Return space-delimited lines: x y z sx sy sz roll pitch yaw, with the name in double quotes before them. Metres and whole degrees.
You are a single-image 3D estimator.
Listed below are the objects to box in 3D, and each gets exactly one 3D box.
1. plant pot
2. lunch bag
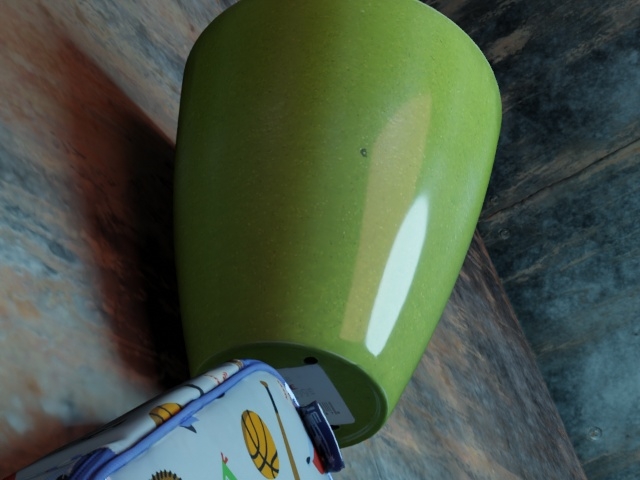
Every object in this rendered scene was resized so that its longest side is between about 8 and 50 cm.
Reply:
"plant pot" 0.000 0.000 0.796 0.275 0.274 0.294 48 36 -36
"lunch bag" -0.050 0.199 0.529 0.243 0.114 0.303 64 18 3
